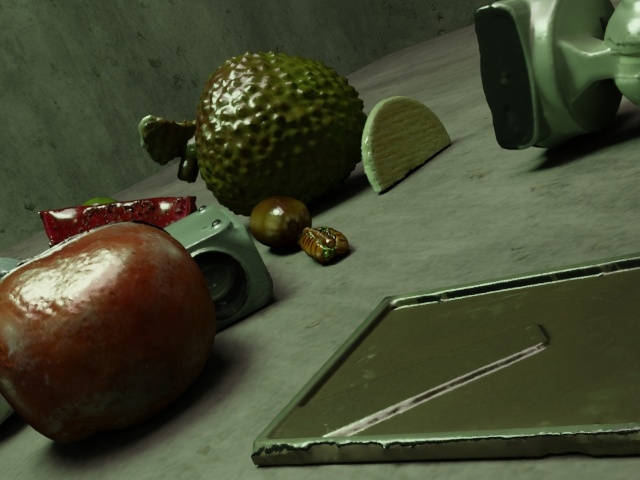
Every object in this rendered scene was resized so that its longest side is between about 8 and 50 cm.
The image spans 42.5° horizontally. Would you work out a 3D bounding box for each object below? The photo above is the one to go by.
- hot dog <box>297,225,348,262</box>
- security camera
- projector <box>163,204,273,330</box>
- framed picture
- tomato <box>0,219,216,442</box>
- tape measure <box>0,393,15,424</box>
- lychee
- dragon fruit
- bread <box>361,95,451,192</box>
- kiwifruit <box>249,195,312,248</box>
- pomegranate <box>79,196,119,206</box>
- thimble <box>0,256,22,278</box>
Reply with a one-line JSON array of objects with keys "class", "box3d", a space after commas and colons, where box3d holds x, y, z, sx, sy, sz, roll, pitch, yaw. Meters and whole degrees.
[{"class": "hot dog", "box3d": [0.000, 0.000, 0.988, 0.049, 0.037, 0.122, -25, 15, -12]}, {"class": "security camera", "box3d": [0.331, -0.207, 0.885, 0.191, 0.197, 0.277, -24, 16, -40]}, {"class": "projector", "box3d": [-0.195, 0.059, 0.955, 0.250, 0.108, 0.198, -27, 14, -8]}, {"class": "framed picture", "box3d": [0.114, 0.074, 0.545, 0.289, 0.016, 0.213, -14, 18, 39]}, {"class": "tomato", "box3d": [-0.185, 0.093, 0.746, 0.214, 0.181, 0.155, -37, 34, -17]}, {"class": "tape measure", "box3d": [-0.445, 0.169, 0.952, 0.258, 0.130, 0.265, -26, 19, 6]}, {"class": "lychee", "box3d": [-0.087, -0.161, 1.283, 0.320, 0.270, 0.270, -30, 12, 14]}, {"class": "dragon fruit", "box3d": [-0.304, -0.004, 1.395, 0.261, 0.134, 0.211, -5, 6, 14]}, {"class": "bread", "box3d": [0.112, -0.155, 1.217, 0.036, 0.112, 0.193, -17, 15, 48]}, {"class": "kiwifruit", "box3d": [-0.054, -0.025, 1.107, 0.075, 0.075, 0.124, -28, 10, -13]}, {"class": "pomegranate", "box3d": [-0.417, -0.024, 1.635, 0.152, 0.131, 0.191, -18, 7, 39]}, {"class": "thimble", "box3d": [-0.429, 0.097, 1.131, 0.127, 0.151, 0.118, -39, 16, -6]}]
